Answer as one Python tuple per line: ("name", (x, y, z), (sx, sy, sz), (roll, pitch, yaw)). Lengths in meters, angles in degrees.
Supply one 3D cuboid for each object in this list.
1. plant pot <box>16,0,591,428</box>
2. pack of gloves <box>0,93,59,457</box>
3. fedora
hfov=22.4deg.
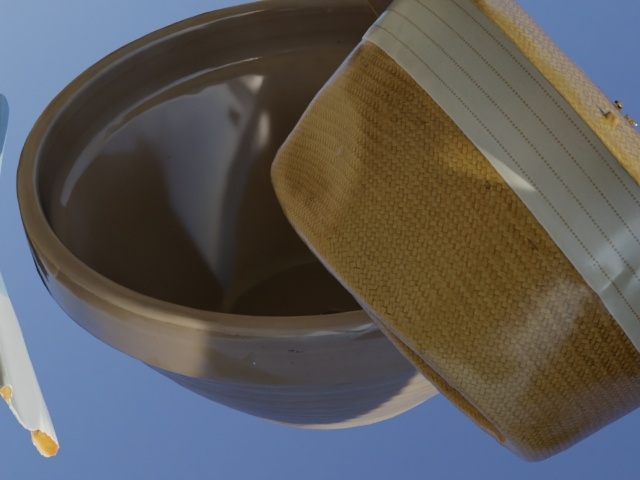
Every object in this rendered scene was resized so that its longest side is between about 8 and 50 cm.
("plant pot", (0.000, 0.000, 0.672), (0.237, 0.110, 0.237), (-3, -143, 2))
("pack of gloves", (-0.168, -0.038, 0.775), (0.046, 0.195, 0.232), (-21, -121, -6))
("fedora", (0.045, -0.002, 0.446), (0.079, 0.194, 0.194), (-39, -154, 0))
